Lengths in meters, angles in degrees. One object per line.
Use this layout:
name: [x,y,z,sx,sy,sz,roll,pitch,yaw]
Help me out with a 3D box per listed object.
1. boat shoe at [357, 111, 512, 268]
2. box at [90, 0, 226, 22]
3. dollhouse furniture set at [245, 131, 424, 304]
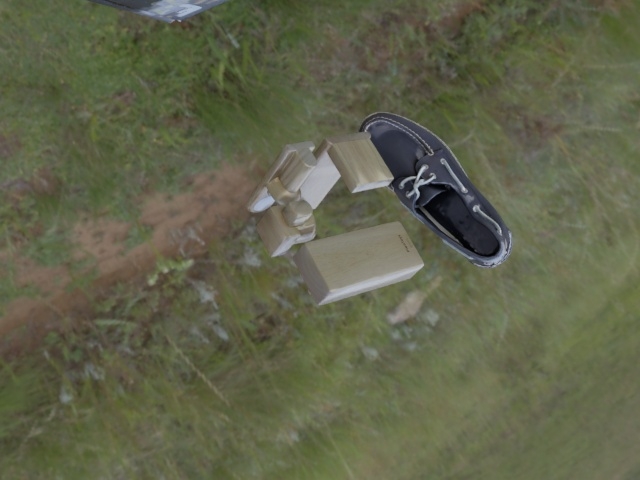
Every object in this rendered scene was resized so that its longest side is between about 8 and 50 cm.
boat shoe: [0.115,-0.055,0.829,0.075,0.206,0.065,-44,175,10]
box: [0.005,-0.232,0.393,0.394,0.097,0.318,-17,-176,18]
dollhouse furniture set: [0.000,0.000,0.784,0.144,0.151,0.123,-14,156,-38]
